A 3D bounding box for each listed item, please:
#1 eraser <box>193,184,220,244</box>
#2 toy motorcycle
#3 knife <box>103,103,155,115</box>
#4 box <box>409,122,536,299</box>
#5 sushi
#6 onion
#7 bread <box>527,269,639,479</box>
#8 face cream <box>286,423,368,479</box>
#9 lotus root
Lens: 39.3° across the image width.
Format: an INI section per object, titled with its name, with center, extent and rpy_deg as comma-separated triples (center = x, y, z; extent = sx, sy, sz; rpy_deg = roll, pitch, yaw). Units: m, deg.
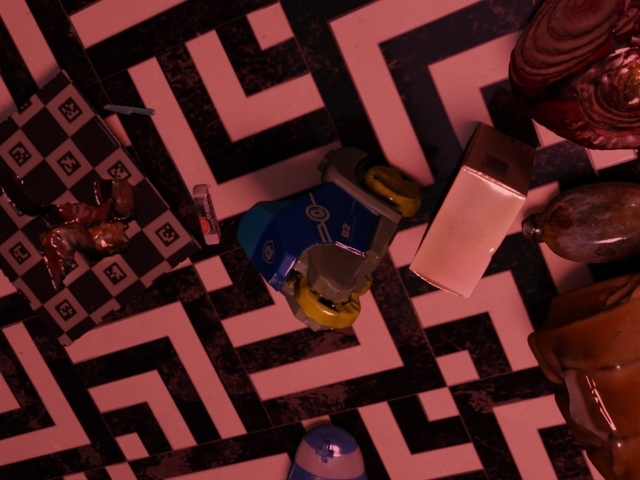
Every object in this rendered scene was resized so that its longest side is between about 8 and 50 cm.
[eraser]
center = -0.185, -0.041, 1.455
extent = 0.027, 0.019, 0.099
rpy_deg = -6, 112, 20
[toy motorcycle]
center = 0.000, 0.000, 1.242
extent = 0.200, 0.326, 0.191
rpy_deg = 33, 118, 4
[knife]
center = -0.305, -0.208, 1.429
extent = 0.091, 0.005, 0.014
rpy_deg = 10, 114, 14
[box]
center = 0.209, -0.045, 1.220
extent = 0.095, 0.212, 0.168
rpy_deg = 25, 117, 5
[sushi]
center = -0.416, -0.050, 1.501
extent = 0.343, 0.064, 0.359
rpy_deg = -34, 98, 23
[onion]
center = 0.361, -0.203, 1.112
extent = 0.206, 0.216, 0.207
rpy_deg = 34, 125, -24
[bread]
center = 0.426, 0.211, 1.185
extent = 0.341, 0.210, 0.300
rpy_deg = 68, 157, 0
[face cream]
center = 0.010, 0.436, 1.564
extent = 0.149, 0.083, 0.263
rpy_deg = 10, 115, 13
[lotus root]
center = 0.377, -0.023, 1.247
extent = 0.192, 0.088, 0.113
rpy_deg = -6, 95, 21
